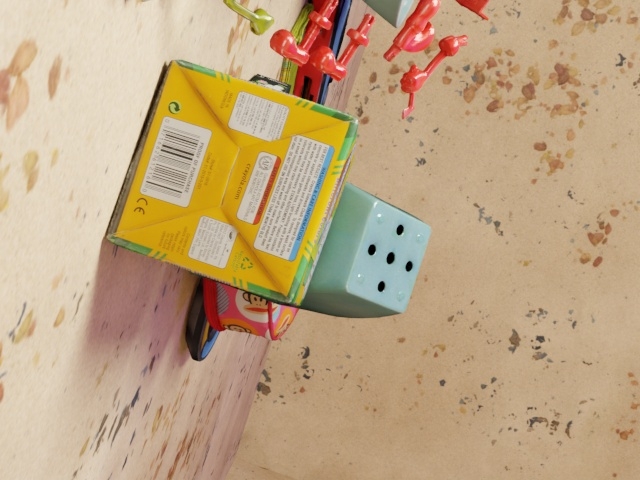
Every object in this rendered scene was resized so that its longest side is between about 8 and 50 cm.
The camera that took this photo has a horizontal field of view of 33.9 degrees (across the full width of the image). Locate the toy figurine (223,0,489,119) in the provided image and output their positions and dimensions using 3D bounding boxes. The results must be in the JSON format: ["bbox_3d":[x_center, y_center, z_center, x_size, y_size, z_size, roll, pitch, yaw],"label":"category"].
[{"bbox_3d":[-0.027,-0.287,0.978,0.362,0.217,0.191,19,108,-45],"label":"toy figurine"}]

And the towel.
[{"bbox_3d":[-0.048,-0.263,1.704,0.237,0.021,0.102,106,5,-46],"label":"towel"}]

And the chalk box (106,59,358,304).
[{"bbox_3d":[-0.073,-0.043,1.054,0.289,0.179,0.180,57,52,-86],"label":"chalk box"}]

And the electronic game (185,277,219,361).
[{"bbox_3d":[-0.152,0.076,1.610,0.229,0.048,0.229,18,90,-86],"label":"electronic game"}]

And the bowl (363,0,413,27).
[{"bbox_3d":[0.098,-0.485,1.536,0.311,0.163,0.311,21,90,-87],"label":"bowl"}]

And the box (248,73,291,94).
[{"bbox_3d":[-0.077,-0.177,1.386,0.083,0.052,0.062,-62,170,-66],"label":"box"}]

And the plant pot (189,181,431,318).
[{"bbox_3d":[0.000,0.000,1.227,0.165,0.234,0.165,24,82,-44],"label":"plant pot"}]

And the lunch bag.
[{"bbox_3d":[-0.069,-0.031,1.470,0.293,0.120,0.258,-59,154,-57],"label":"lunch bag"}]

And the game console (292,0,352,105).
[{"bbox_3d":[0.028,-0.402,1.877,0.386,0.060,0.342,106,4,-52],"label":"game console"}]
